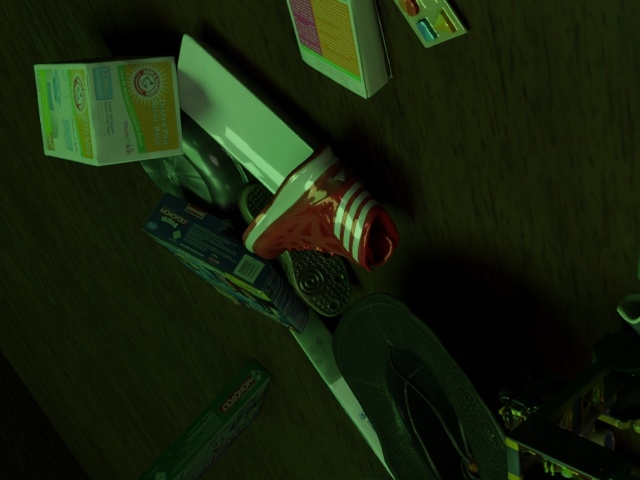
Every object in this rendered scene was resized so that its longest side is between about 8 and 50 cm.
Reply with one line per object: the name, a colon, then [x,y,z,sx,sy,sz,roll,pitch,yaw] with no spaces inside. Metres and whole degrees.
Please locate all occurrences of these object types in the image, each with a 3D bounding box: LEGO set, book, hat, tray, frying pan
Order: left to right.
frying pan: [-0.217,-0.137,1.438,0.326,0.053,0.197,39,154,8]
tray: [-0.049,-0.105,1.237,0.270,0.030,0.145,43,155,6]
book: [0.006,-0.203,0.998,0.096,0.035,0.144,31,152,35]
hat: [0.152,0.169,1.199,0.331,0.134,0.331,48,155,32]
LEGO set: [0.304,0.236,0.943,0.331,0.255,0.192,15,126,36]

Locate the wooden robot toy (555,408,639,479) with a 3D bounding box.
wooden robot toy: [0.303,0.243,1.175,0.079,0.076,0.173,-3,115,41]

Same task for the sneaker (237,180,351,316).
sneaker: [-0.030,0.004,1.358,0.188,0.066,0.071,56,172,-14]

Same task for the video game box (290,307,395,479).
video game box: [0.045,0.197,1.454,0.187,0.048,0.205,54,177,-24]

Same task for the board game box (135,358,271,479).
board game box: [-0.208,0.345,1.836,0.046,0.317,0.213,40,155,11]

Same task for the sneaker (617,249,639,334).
sneaker: [0.279,0.025,0.868,0.086,0.064,0.192,38,149,20]

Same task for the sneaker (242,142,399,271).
sneaker: [0.000,0.000,1.183,0.128,0.087,0.221,45,157,4]

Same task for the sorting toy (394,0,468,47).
sorting toy: [0.077,-0.193,0.921,0.083,0.012,0.062,53,155,-17]

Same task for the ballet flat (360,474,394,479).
ballet flat: [0.207,0.464,1.627,0.400,0.139,0.139,49,156,-18]

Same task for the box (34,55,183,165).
box: [-0.244,-0.151,1.309,0.203,0.103,0.114,16,112,60]

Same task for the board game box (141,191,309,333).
board game box: [-0.100,0.038,1.451,0.194,0.060,0.194,27,168,27]
